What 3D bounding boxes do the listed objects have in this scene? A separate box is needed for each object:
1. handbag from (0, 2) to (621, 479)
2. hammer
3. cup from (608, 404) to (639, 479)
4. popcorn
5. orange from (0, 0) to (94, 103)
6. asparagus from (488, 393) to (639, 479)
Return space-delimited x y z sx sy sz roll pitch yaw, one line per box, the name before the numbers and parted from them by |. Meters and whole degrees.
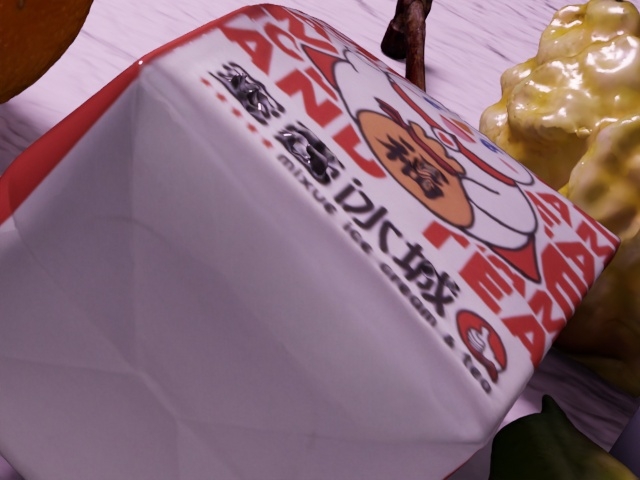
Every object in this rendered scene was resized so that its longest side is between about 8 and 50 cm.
handbag | 0.000 0.000 0.715 0.171 0.151 0.298 47 28 0
hammer | 0.056 -0.100 1.152 0.021 0.065 0.178 16 35 -10
cup | 0.159 0.106 0.781 0.100 0.077 0.078 14 26 -22
popcorn | 0.165 -0.014 0.913 0.189 0.169 0.218 30 8 13
orange | -0.191 -0.148 0.849 0.206 0.206 0.206 20 25 -9
asparagus | 0.107 0.166 0.608 0.082 0.085 0.343 17 24 -24
